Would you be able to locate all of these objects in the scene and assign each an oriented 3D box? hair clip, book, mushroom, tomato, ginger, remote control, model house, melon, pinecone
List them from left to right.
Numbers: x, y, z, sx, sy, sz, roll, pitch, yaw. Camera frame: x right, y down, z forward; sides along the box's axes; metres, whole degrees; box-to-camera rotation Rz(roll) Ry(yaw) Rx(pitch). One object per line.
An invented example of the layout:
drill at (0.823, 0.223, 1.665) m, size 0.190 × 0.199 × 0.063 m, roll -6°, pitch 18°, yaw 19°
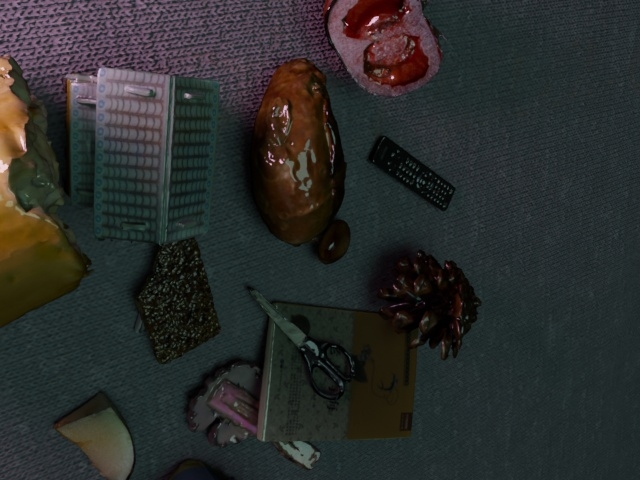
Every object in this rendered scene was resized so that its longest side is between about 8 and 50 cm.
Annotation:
melon at (-0.368, 0.356, 1.089) m, size 0.098 × 0.054 × 0.182 m, roll -33°, pitch 121°, yaw -12°
model house at (-0.254, -0.128, 0.892) m, size 0.199 × 0.215 × 0.224 m, roll -1°, pitch 107°, yaw -31°
hair clip at (-0.124, 0.356, 1.231) m, size 0.300 × 0.069 × 0.173 m, roll 44°, pitch 76°, yaw -24°
ginger at (-0.038, -0.141, 1.059) m, size 0.165 × 0.172 × 0.321 m, roll 5°, pitch 109°, yaw 5°
mushroom at (0.006, 0.008, 1.196) m, size 0.130 × 0.072 × 0.088 m, roll -9°, pitch 141°, yaw -28°
book at (0.051, 0.276, 1.296) m, size 0.389 × 0.032 × 0.268 m, roll 10°, pitch 81°, yaw -35°
tomato at (0.106, -0.373, 1.070) m, size 0.181 × 0.155 × 0.214 m, roll -19°, pitch 128°, yaw 14°
remote control at (0.195, -0.134, 1.294) m, size 0.245 × 0.025 × 0.063 m, roll 29°, pitch 88°, yaw -36°
pinecone at (0.220, 0.129, 1.292) m, size 0.201 × 0.229 × 0.202 m, roll 26°, pitch 100°, yaw 6°

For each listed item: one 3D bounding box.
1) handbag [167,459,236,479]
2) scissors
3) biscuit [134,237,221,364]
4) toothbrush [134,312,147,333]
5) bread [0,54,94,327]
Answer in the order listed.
handbag at (-0.195, 0.577, 1.158) m, size 0.222 × 0.241 × 0.263 m, roll -42°, pitch 123°, yaw -15°
scissors at (-0.039, 0.190, 1.209) m, size 0.300 × 0.022 × 0.109 m, roll 49°, pitch 57°, yaw -21°
biscuit at (-0.249, 0.096, 1.069) m, size 0.131 × 0.026 × 0.236 m, roll -30°, pitch 127°, yaw -30°
toothbrush at (-0.262, 0.024, 1.060) m, size 0.024 × 0.021 × 0.288 m, roll 11°, pitch 100°, yaw -46°
bread at (-0.474, -0.016, 0.732) m, size 0.394 × 0.361 × 0.250 m, roll -30°, pitch 138°, yaw -9°
